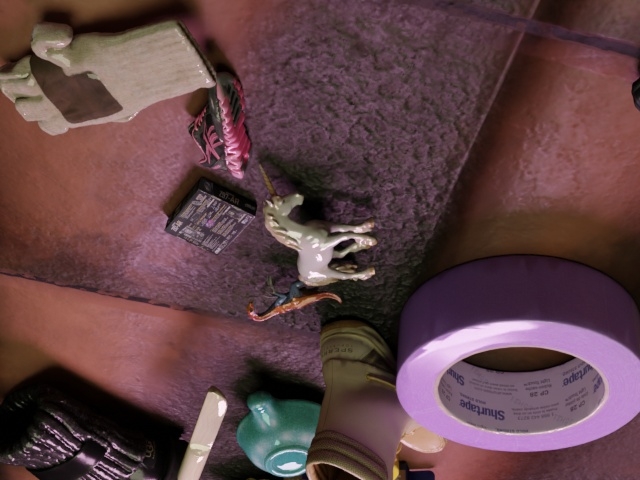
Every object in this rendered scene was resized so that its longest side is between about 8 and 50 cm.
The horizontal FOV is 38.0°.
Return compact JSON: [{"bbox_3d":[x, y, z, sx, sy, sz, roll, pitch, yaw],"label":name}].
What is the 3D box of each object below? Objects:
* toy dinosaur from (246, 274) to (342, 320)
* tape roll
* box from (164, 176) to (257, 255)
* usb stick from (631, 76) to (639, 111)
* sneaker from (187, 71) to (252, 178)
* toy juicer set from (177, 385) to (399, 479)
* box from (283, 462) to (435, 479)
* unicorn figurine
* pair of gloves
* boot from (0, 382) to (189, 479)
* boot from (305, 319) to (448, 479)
[{"bbox_3d":[-0.038,0.065,1.025,0.082,0.090,0.047,-48,141,-6],"label":"toy dinosaur"},{"bbox_3d":[0.224,0.136,1.056,0.275,0.090,0.274,5,139,4],"label":"tape roll"},{"bbox_3d":[-0.115,-0.023,0.971,0.067,0.018,0.083,26,137,-20],"label":"box"},{"bbox_3d":[0.352,-0.178,0.700,0.077,0.045,0.278,28,136,-13],"label":"usb stick"},{"bbox_3d":[-0.098,-0.106,0.858,0.057,0.047,0.119,11,140,13],"label":"sneaker"},{"bbox_3d":[-0.069,0.283,1.259,0.329,0.089,0.209,26,124,-30],"label":"toy juicer set"},{"bbox_3d":[0.053,0.394,1.348,0.225,0.136,0.036,-6,144,14],"label":"box"},{"bbox_3d":[0.000,0.000,0.948,0.111,0.060,0.161,-4,131,-2],"label":"unicorn figurine"},{"bbox_3d":[-0.223,-0.190,0.775,0.204,0.042,0.240,-16,133,30],"label":"pair of gloves"},{"bbox_3d":[-0.383,0.338,1.347,0.260,0.131,0.348,28,126,-32],"label":"boot"},{"bbox_3d":[0.074,0.243,1.113,0.095,0.203,0.262,-17,133,27],"label":"boot"}]
